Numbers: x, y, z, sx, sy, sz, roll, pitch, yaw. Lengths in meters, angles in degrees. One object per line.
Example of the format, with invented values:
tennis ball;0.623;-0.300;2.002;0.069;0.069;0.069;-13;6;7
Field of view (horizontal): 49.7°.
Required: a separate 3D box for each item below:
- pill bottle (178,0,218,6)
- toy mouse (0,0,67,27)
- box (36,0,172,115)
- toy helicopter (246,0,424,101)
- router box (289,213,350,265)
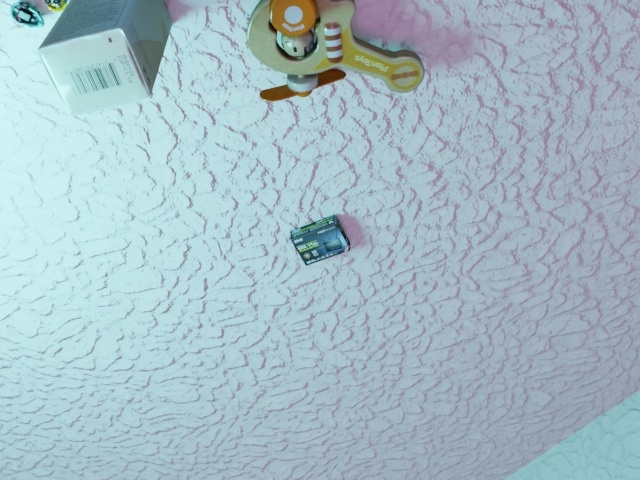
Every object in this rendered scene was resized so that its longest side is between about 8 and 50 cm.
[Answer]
pill bottle;-0.194;-0.492;1.106;0.136;0.246;0.136;-2;146;-2
toy mouse;-0.542;-0.452;1.271;0.143;0.031;0.161;-12;128;6
box;-0.355;-0.351;1.183;0.147;0.311;0.121;-12;128;7
toy helicopter;0.029;-0.350;1.320;0.354;0.140;0.235;15;128;-17
router box;0.000;0.000;1.652;0.122;0.038;0.092;-21;126;13
